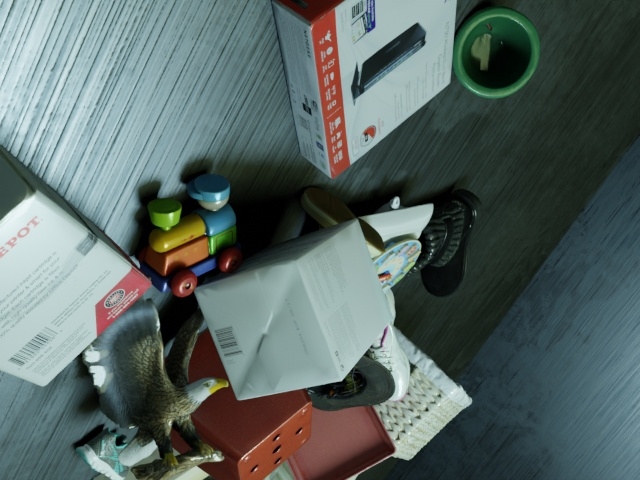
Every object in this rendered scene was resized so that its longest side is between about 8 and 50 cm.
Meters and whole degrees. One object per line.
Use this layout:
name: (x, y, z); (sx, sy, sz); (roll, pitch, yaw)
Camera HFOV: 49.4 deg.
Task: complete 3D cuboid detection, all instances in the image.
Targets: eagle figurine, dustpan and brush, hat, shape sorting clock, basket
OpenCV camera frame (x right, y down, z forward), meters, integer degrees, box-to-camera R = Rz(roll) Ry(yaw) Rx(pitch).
eagle figurine: (-0.251, 0.232, 1.143); (0.225, 0.298, 0.226); (-15, 169, -11)
dustpan and brush: (0.151, -0.048, 1.550); (0.147, 0.060, 0.211); (-40, 152, -17)
hat: (0.018, 0.285, 1.658); (0.331, 0.331, 0.134); (89, 6, -53)
shape sorting clock: (0.144, 0.073, 1.547); (0.206, 0.040, 0.206); (-30, 156, -15)
hat: (0.338, -0.391, 1.431); (0.209, 0.183, 0.173); (20, 106, -18)
basket: (0.203, 0.407, 1.933); (0.266, 0.328, 0.331); (-46, 154, -2)

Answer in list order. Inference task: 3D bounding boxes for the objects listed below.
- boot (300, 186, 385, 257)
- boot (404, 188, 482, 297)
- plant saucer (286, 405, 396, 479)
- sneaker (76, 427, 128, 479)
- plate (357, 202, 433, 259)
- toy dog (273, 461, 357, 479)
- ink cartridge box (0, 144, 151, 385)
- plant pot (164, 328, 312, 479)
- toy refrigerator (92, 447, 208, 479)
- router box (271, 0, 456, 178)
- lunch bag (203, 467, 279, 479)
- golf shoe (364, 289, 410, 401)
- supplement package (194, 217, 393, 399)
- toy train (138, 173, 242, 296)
boot: (0.000, 0.000, 1.349); (0.165, 0.077, 0.213); (-34, 128, 28)
boot: (0.277, 0.048, 1.783); (0.260, 0.131, 0.347); (-34, 140, -42)
plant saucer: (0.022, 0.481, 1.760); (0.258, 0.259, 0.047); (-28, 156, -3)
sneaker: (-0.390, 0.403, 1.314); (0.076, 0.065, 0.166); (-45, 155, -17)
plate: (0.107, 0.039, 1.542); (0.277, 0.045, 0.278); (-13, 147, -43)
toy dog: (-0.038, 0.689, 1.989); (0.408, 0.284, 0.395); (-8, 132, -56)
ink cartridge box: (-0.358, 0.038, 0.822); (0.197, 0.114, 0.273); (-44, 154, -8)
plant pot: (-0.160, 0.333, 1.377); (0.267, 0.236, 0.267); (-35, 150, -26)
toy refrigerator: (-0.334, 0.489, 1.465); (0.270, 0.102, 0.094); (-26, 145, -40)
router box: (0.083, -0.303, 1.087); (0.301, 0.082, 0.335); (-41, 152, -17)
lunch bag: (-0.268, 0.614, 1.656); (0.287, 0.169, 0.235); (-15, 138, -55)
golf shoe: (0.141, 0.260, 1.715); (0.115, 0.306, 0.140); (-14, -177, 17)
supplement package: (-0.034, 0.108, 1.167); (0.198, 0.199, 0.263); (-17, -172, 27)
toy train: (-0.228, 0.004, 1.005); (0.248, 0.105, 0.143); (-27, 136, -37)
